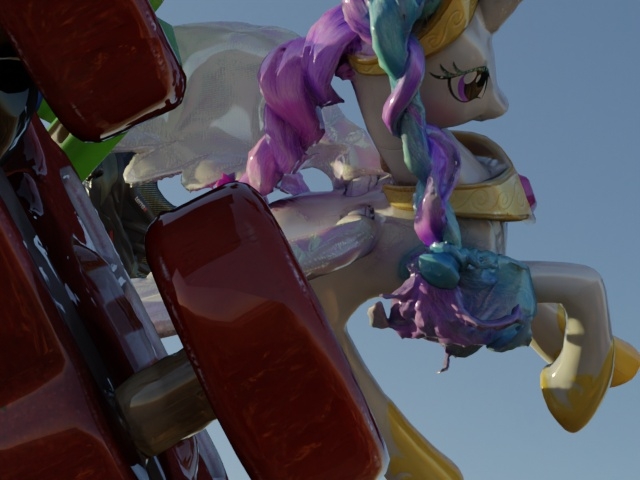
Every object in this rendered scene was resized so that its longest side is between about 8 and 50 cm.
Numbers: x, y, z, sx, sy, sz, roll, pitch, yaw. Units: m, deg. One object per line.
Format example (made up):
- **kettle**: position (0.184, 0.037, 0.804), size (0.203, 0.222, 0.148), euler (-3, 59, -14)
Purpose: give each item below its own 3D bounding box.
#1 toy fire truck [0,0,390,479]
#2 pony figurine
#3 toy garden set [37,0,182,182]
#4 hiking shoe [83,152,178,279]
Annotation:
- **toy fire truck**: position (-0.112, -0.002, 0.429), size (0.169, 0.302, 0.254), euler (-28, 7, -4)
- **pony figurine**: position (0.000, 0.000, 0.712), size (0.351, 0.303, 0.363), euler (-12, -51, 16)
- **toy garden set**: position (-0.121, -0.178, 0.722), size (0.049, 0.244, 0.204), euler (27, -60, -37)
- **hiking shoe**: position (-0.166, 0.012, 1.210), size (0.114, 0.227, 0.086), euler (-15, 17, -22)
